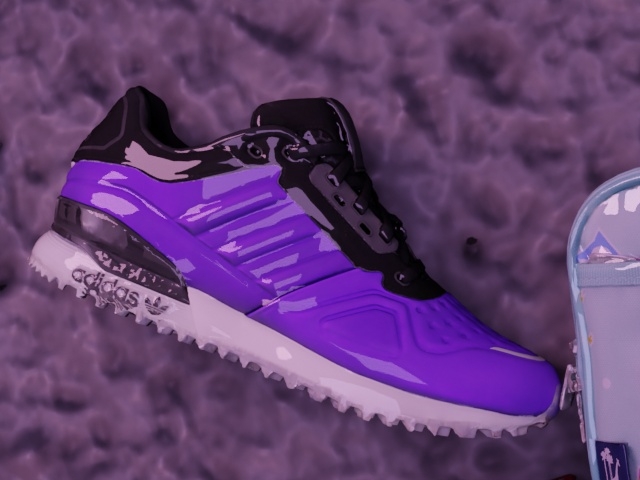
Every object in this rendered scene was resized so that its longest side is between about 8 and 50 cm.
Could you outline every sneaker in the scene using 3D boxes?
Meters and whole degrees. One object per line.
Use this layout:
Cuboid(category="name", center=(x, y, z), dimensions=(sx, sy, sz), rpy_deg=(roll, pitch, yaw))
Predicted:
Cuboid(category="sneaker", center=(0.000, 0.000, 0.705), dimensions=(0.293, 0.102, 0.146), rpy_deg=(21, 91, 8))

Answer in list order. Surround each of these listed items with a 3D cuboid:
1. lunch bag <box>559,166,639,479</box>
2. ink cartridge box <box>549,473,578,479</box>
Cuboid(category="lunch bag", center=(0.251, 0.053, 0.627), dimensions=(0.279, 0.108, 0.224), rpy_deg=(-8, 90, 30))
Cuboid(category="ink cartridge box", center=(0.067, 0.210, 0.679), dimensions=(0.176, 0.128, 0.127), rpy_deg=(-19, 87, 8))
